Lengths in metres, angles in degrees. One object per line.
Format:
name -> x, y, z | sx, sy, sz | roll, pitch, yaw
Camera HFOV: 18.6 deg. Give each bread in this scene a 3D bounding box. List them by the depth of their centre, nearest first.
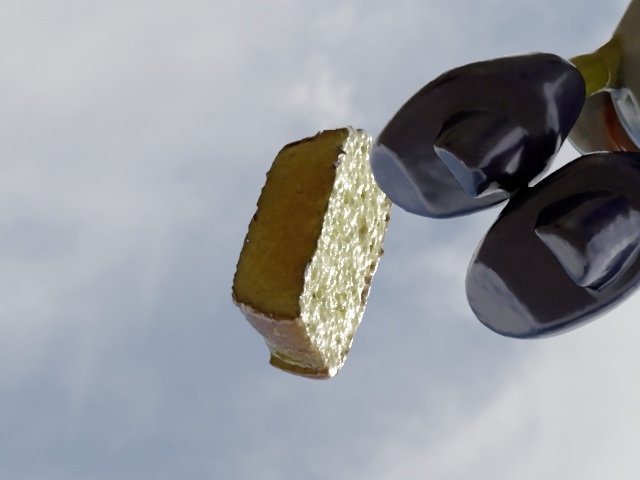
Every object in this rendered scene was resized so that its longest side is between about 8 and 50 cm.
bread -> 0.000, 0.000, 1.352 | 0.065, 0.103, 0.187 | 5, -113, 32

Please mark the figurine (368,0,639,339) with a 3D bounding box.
figurine -> 0.214, -0.095, 0.965 | 0.421, 0.154, 0.193 | -24, 153, -43
